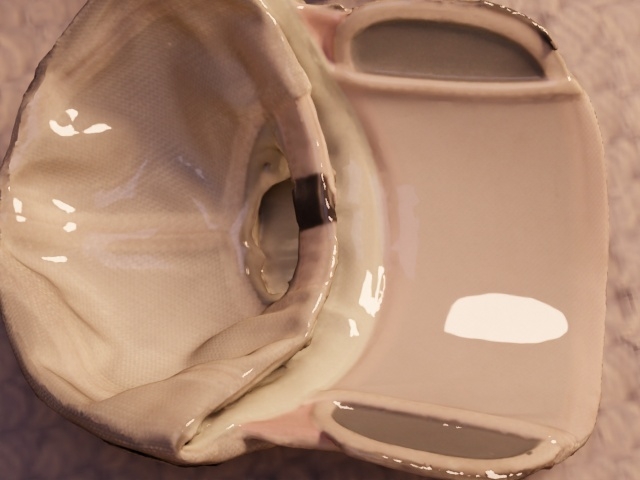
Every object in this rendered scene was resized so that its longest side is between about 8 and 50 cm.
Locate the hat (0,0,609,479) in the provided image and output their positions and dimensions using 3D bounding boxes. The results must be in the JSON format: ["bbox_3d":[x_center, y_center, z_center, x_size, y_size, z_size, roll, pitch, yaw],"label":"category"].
[{"bbox_3d":[0.000,0.000,0.662,0.226,0.164,0.219,19,67,-32],"label":"hat"}]
